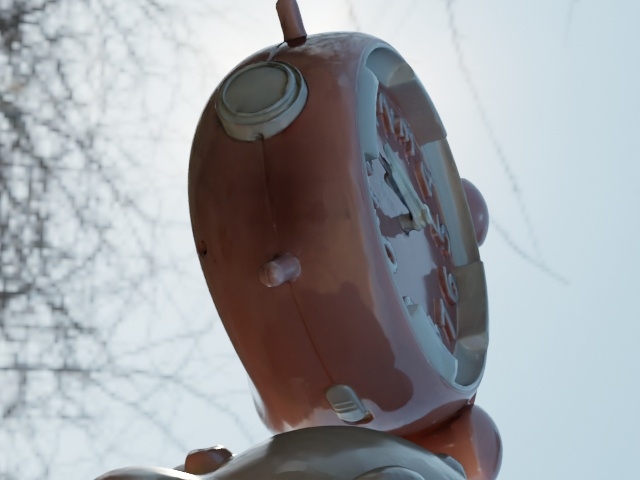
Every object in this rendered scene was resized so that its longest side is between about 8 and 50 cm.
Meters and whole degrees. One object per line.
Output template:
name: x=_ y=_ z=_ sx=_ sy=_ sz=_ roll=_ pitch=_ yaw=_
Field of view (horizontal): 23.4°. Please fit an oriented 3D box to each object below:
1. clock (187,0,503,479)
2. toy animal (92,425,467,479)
clock: x=0.000 y=0.000 z=0.842 sx=0.241 sy=0.142 sz=0.227 roll=60 pitch=24 yaw=-46
toy animal: x=-0.041 y=0.180 z=0.640 sx=0.345 sy=0.277 sz=0.247 roll=-37 pitch=146 yaw=-75
